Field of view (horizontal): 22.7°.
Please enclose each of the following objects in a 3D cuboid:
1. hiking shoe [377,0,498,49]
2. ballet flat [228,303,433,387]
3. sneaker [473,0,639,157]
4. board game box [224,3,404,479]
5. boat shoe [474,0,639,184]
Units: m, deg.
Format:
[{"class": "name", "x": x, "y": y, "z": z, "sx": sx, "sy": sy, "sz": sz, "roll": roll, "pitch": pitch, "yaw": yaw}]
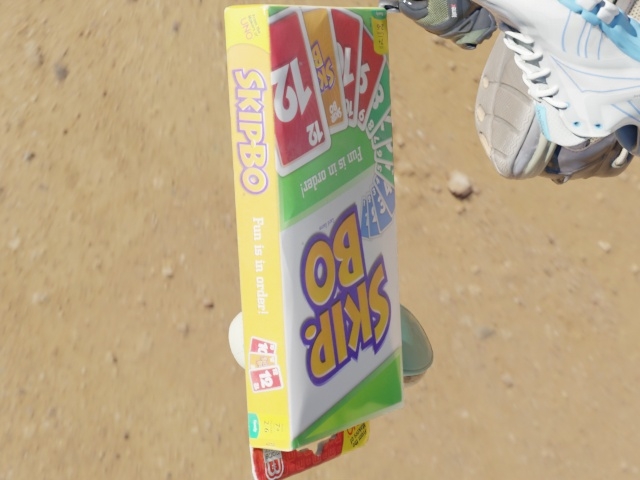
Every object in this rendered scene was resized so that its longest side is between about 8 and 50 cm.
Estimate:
[{"class": "hiking shoe", "x": 0.134, "y": -0.264, "z": 1.431, "sx": 0.114, "sy": 0.086, "sz": 0.227, "roll": 13, "pitch": 138, "yaw": -16}, {"class": "ballet flat", "x": 0.006, "y": 0.077, "z": 1.172, "sx": 0.086, "sy": 0.248, "sz": 0.086, "roll": -4, "pitch": 81, "yaw": 23}, {"class": "sneaker", "x": 0.133, "y": -0.095, "z": 0.859, "sx": 0.191, "sy": 0.071, "sz": 0.083, "roll": 23, "pitch": 103, "yaw": -32}, {"class": "board game box", "x": 0.000, "y": 0.000, "z": 0.891, "sx": 0.039, "sy": 0.124, "sz": 0.259, "roll": 4, "pitch": 98, "yaw": 33}, {"class": "boat shoe", "x": 0.231, "y": -0.194, "z": 1.160, "sx": 0.130, "sy": 0.132, "sz": 0.355, "roll": 10, "pitch": 127, "yaw": -20}]
